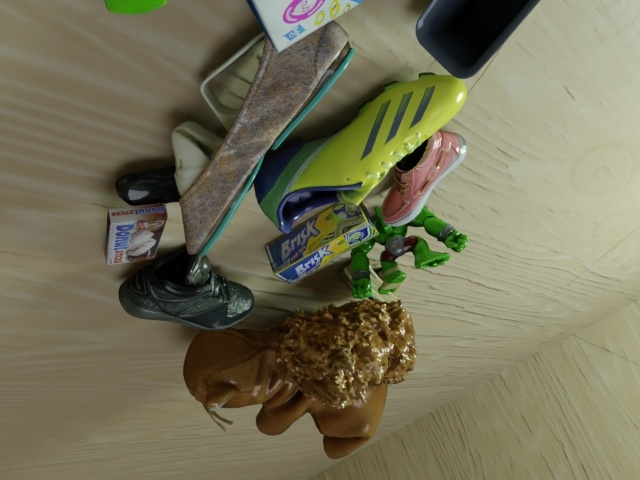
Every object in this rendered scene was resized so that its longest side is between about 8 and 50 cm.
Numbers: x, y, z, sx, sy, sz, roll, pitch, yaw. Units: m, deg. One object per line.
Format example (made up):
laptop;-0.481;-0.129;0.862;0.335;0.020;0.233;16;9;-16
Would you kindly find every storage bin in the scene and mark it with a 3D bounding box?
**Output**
storage bin;0.173;-0.247;0.612;0.091;0.098;0.135;-33;167;-49

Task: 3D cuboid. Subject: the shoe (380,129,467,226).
shoe;0.127;-0.092;0.865;0.081;0.063;0.178;8;135;-40

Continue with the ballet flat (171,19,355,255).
ballet flat;-0.092;-0.116;0.636;0.106;0.107;0.316;33;118;-14

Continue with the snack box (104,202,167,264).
snack box;-0.235;-0.005;0.748;0.064;0.022;0.178;-7;165;-23

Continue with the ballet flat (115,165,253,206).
ballet flat;-0.161;-0.073;0.727;0.173;0.049;0.057;-7;119;-35

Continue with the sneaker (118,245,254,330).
sneaker;-0.173;0.073;0.908;0.228;0.087;0.130;17;140;-42

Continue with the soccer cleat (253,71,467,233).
soccer cleat;0.055;-0.101;0.732;0.289;0.121;0.093;-26;151;7

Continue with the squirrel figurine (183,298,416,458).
squirrel figurine;-0.041;0.212;1.083;0.371;0.280;0.397;17;142;-31

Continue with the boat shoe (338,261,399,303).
boat shoe;0.114;0.078;1.146;0.072;0.068;0.190;-44;147;12

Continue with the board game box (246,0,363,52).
board game box;0.058;-0.272;0.337;0.302;0.086;0.308;-30;174;4

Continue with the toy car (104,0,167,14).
toy car;-0.150;-0.255;0.395;0.239;0.053;0.225;-12;153;-9

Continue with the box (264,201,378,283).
box;0.000;0.000;0.931;0.169;0.059;0.054;-31;148;15

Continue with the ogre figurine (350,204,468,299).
ogre figurine;0.127;0.006;0.970;0.197;0.118;0.097;-35;153;26
